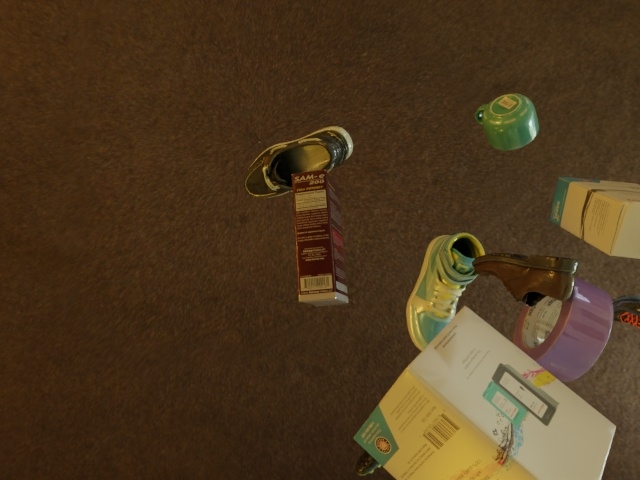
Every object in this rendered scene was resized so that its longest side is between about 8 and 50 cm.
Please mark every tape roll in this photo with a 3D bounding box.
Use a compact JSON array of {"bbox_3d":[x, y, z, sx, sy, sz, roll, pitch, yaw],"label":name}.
[{"bbox_3d":[0.444,0.158,1.010,0.080,0.189,0.189,26,97,-1],"label":"tape roll"}]

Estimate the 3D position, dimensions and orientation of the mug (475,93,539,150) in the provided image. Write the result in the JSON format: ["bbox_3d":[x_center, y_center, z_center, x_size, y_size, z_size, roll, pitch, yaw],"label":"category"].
[{"bbox_3d":[0.465,-0.307,1.385,0.157,0.129,0.097,-5,143,29],"label":"mug"}]

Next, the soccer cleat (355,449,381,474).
[{"bbox_3d":[0.134,0.456,1.249,0.179,0.060,0.072,-39,108,-31],"label":"soccer cleat"}]

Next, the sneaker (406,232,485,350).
[{"bbox_3d":[0.313,0.121,1.363,0.127,0.208,0.319,14,77,-6],"label":"sneaker"}]

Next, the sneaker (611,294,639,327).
[{"bbox_3d":[0.848,0.199,1.418,0.221,0.087,0.083,2,139,12],"label":"sneaker"}]

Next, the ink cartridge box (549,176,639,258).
[{"bbox_3d":[0.737,-0.057,1.319,0.223,0.307,0.129,6,107,-4],"label":"ink cartridge box"}]

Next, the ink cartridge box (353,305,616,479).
[{"bbox_3d":[0.235,0.283,0.798,0.270,0.197,0.198,40,131,18],"label":"ink cartridge box"}]

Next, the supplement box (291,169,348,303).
[{"bbox_3d":[0.000,0.000,1.038,0.073,0.130,0.239,-6,78,12],"label":"supplement box"}]

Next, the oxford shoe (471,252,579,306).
[{"bbox_3d":[0.361,0.071,1.003,0.082,0.227,0.096,2,92,-24],"label":"oxford shoe"}]

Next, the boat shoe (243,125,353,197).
[{"bbox_3d":[-0.073,-0.160,1.182,0.302,0.091,0.114,-25,102,37],"label":"boat shoe"}]
